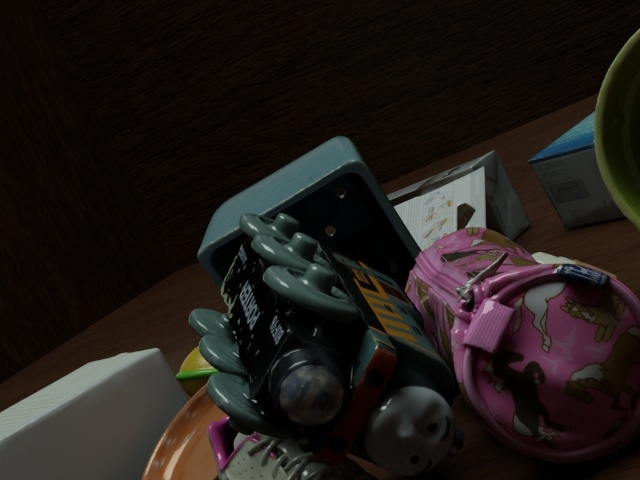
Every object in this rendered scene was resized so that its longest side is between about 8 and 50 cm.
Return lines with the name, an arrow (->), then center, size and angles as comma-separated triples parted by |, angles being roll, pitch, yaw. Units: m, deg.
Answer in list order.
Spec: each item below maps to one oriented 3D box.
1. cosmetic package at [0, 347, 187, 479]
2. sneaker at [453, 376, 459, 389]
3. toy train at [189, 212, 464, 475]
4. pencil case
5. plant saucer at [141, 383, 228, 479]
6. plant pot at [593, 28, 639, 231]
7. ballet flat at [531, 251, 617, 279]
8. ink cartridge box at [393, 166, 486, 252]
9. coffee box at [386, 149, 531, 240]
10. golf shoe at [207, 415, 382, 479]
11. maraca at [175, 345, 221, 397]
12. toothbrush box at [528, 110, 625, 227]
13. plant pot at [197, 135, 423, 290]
cosmetic package -> -0.382, 0.308, 1.503 | 0.453, 0.161, 0.230 | -30, 7, -33
sneaker -> 0.096, 0.139, 1.347 | 0.211, 0.080, 0.081 | -29, 10, -38
toy train -> 0.007, 0.082, 1.028 | 0.142, 0.190, 0.334 | -63, 15, 8
pencil case -> 0.170, 0.079, 1.129 | 0.160, 0.167, 0.386 | -11, 4, -2
plant saucer -> -0.121, 0.228, 1.394 | 0.200, 0.037, 0.200 | -40, 22, 20
plant pot -> 0.466, -0.124, 1.377 | 0.276, 0.276, 0.254 | -23, -5, 27
ballet flat -> 0.242, 0.053, 1.497 | 0.232, 0.073, 0.080 | -19, 10, 46
ink cartridge box -> 0.150, 0.016, 1.883 | 0.239, 0.060, 0.275 | -23, 24, 18
coffee box -> 0.199, -0.036, 2.077 | 0.246, 0.141, 0.098 | -20, 9, 37
golf shoe -> -0.015, 0.204, 1.013 | 0.115, 0.140, 0.306 | -27, 8, -26
maraca -> -0.113, 0.185, 1.759 | 0.185, 0.099, 0.127 | 2, -7, -38
toothbrush box -> 0.490, -0.153, 1.844 | 0.295, 0.126, 0.216 | -34, 10, -26
plant pot -> 0.000, 0.000, 1.744 | 0.248, 0.247, 0.252 | -30, 22, 10
